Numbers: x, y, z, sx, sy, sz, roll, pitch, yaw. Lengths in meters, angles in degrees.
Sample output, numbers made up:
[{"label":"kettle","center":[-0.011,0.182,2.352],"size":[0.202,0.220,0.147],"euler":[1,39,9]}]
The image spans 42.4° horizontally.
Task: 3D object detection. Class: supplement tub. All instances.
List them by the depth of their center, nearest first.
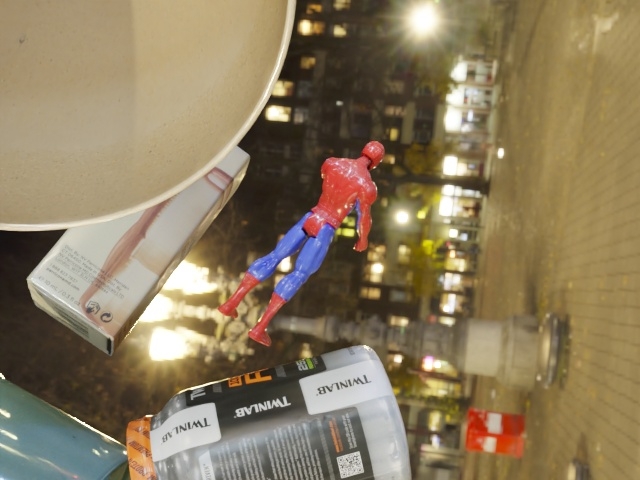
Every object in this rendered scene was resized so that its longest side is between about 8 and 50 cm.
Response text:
[{"label":"supplement tub","center":[-0.038,0.154,0.609],"size":[0.117,0.191,0.117],"euler":[167,90,-83]}]

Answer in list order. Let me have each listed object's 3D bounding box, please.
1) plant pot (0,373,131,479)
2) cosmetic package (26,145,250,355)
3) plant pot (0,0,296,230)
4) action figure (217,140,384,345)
[{"label":"plant pot","center":[-0.424,0.329,1.051],"size":[0.341,0.334,0.341],"euler":[19,-90,-77]},{"label":"cosmetic package","center":[-0.233,-0.012,1.077],"size":[0.296,0.129,0.153],"euler":[-56,2,-21]},{"label":"plant pot","center":[-0.159,-0.175,0.437],"size":[0.191,0.284,0.284],"euler":[-97,4,-50]},{"label":"action figure","center":[0.000,0.000,1.044],"size":[0.280,0.091,0.139],"euler":[-54,-21,2]}]
